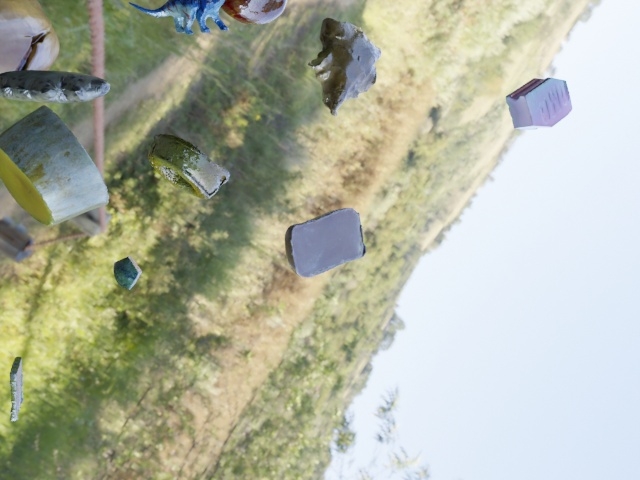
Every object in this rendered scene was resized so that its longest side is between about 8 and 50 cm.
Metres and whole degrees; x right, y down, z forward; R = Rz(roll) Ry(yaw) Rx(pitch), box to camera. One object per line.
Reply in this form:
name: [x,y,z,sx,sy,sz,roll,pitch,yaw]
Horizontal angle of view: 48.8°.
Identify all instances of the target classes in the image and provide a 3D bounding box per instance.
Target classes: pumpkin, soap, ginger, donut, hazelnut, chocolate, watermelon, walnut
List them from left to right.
walnut: [-0.615,-0.387,1.353,0.209,0.209,0.336,-54,-177,32]
pumpkin: [-0.767,-0.186,1.974,0.199,0.332,0.332,-39,177,-22]
watermelon: [-0.513,0.081,1.906,0.092,0.084,0.072,-2,-155,37]
donut: [-0.430,-0.227,2.235,0.107,0.272,0.272,-63,-175,-16]
hazelnut: [-0.188,-0.672,1.912,0.202,0.170,0.160,-2,132,-42]
chocolate: [0.000,0.000,1.896,0.261,0.161,0.083,-16,-162,-38]
ginger: [0.063,-0.464,1.949,0.123,0.219,0.270,8,-97,58]
soap: [0.453,-0.280,1.448,0.149,0.100,0.056,-33,-156,-30]

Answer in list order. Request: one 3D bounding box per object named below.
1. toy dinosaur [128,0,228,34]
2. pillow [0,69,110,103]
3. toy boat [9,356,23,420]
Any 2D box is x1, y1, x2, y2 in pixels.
toy dinosaur: [-0.330,-0.598,1.846,0.329,0.144,0.076,-12,-156,15]
pillow: [-0.459,-0.250,1.144,0.093,0.241,0.051,-34,129,-59]
toy boat: [-0.595,0.290,1.379,0.063,0.016,0.115,-113,-151,-62]
